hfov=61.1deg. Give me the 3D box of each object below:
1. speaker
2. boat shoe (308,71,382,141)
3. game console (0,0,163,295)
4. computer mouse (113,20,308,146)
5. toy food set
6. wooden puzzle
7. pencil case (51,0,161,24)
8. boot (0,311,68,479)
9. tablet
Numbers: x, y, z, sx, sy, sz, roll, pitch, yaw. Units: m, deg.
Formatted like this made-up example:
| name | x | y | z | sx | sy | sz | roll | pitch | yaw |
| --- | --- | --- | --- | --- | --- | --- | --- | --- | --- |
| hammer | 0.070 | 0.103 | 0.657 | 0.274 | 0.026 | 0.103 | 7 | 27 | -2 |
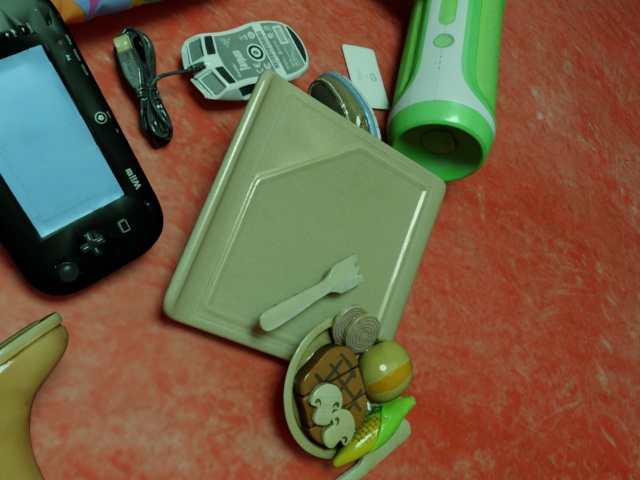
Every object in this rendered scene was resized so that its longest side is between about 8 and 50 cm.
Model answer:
| name | x | y | z | sx | sy | sz | roll | pitch | yaw |
| --- | --- | --- | --- | --- | --- | --- | --- | --- | --- |
| speaker | 0.160 | -0.222 | 0.672 | 0.131 | 0.131 | 0.297 | 29 | 59 | -26 |
| boat shoe | 0.025 | -0.087 | 0.558 | 0.066 | 0.066 | 0.183 | -21 | 87 | -39 |
| game console | -0.204 | -0.140 | 0.337 | 0.213 | 0.044 | 0.361 | -30 | 114 | -18 |
| computer mouse | -0.094 | -0.159 | 0.514 | 0.193 | 0.042 | 0.106 | -24 | 84 | -34 |
| toy food set | 0.027 | 0.123 | 0.463 | 0.132 | 0.038 | 0.192 | -29 | 107 | -34 |
| wooden puzzle | 0.000 | 0.000 | 0.494 | 0.238 | 0.044 | 0.221 | 27 | 79 | -31 |
| pencil case | -0.163 | -0.248 | 0.459 | 0.236 | 0.104 | 0.104 | -41 | 99 | -41 |
| boot | -0.177 | 0.156 | 0.317 | 0.152 | 0.073 | 0.197 | 42 | 65 | -16 |
| tablet | 0.057 | -0.199 | 0.662 | 0.054 | 0.006 | 0.083 | -6 | 78 | -39 |
